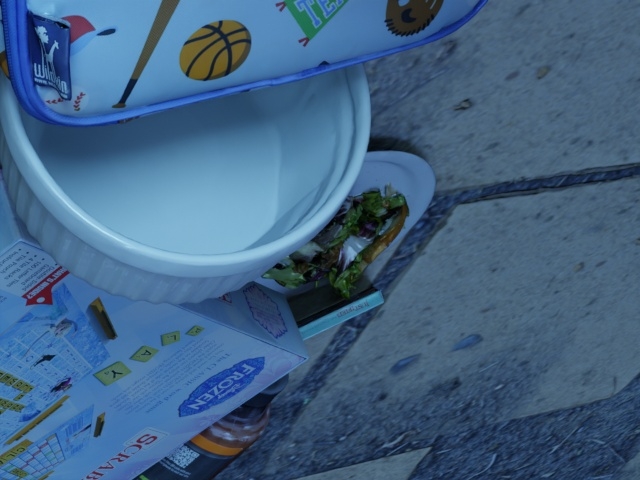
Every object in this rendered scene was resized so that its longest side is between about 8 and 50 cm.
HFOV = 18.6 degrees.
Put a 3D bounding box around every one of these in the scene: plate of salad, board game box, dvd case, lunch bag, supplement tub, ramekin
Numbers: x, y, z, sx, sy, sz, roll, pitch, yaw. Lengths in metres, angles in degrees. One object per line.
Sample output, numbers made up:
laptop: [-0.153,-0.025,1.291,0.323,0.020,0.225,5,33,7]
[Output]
plate of salad: [0.000,0.000,1.472,0.199,0.048,0.200,-20,155,-10]
board game box: [-0.225,0.104,1.401,0.318,0.066,0.318,-35,146,21]
dvd case: [0.009,0.061,1.584,0.087,0.013,0.119,-25,-178,-1]
lunch bag: [-0.043,-0.188,0.964,0.303,0.115,0.243,-17,140,-22]
supplement tub: [-0.111,0.146,1.586,0.106,0.106,0.198,5,142,-48]
ramekin: [-0.084,-0.061,1.102,0.207,0.207,0.109,-14,161,-23]
